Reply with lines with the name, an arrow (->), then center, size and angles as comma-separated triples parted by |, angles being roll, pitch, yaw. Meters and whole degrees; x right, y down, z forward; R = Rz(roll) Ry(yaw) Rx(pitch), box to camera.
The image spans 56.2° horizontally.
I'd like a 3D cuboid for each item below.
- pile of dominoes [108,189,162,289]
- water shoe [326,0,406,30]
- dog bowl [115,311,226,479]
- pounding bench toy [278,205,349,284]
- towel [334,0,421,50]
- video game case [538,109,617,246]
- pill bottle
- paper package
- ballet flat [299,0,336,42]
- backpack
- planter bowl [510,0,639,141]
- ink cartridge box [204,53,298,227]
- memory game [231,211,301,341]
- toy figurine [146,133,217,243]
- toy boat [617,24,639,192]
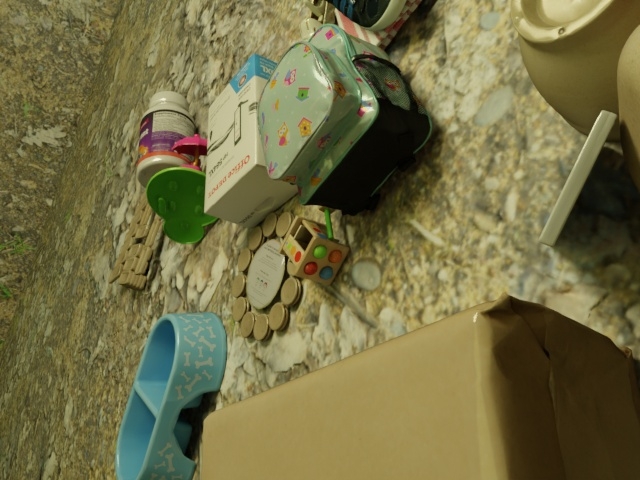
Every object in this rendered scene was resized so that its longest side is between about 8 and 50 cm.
pile of dominoes -> -0.367, -0.018, 1.282 | 0.196, 0.040, 0.251 | -9, 60, 54
water shoe -> 0.031, -0.307, 0.726 | 0.203, 0.080, 0.072 | 48, 119, 54
dog bowl -> -0.234, 0.248, 0.912 | 0.166, 0.074, 0.297 | 17, 90, 57
pounding bench toy -> 0.000, 0.000, 0.703 | 0.083, 0.052, 0.065 | -62, 35, 16
towel -> 0.091, -0.317, 0.742 | 0.197, 0.029, 0.144 | -48, 40, 37
video game case -> 0.176, -0.037, 0.416 | 0.011, 0.122, 0.087 | 26, 99, 20
pill bottle -> -0.301, -0.197, 1.180 | 0.108, 0.108, 0.193 | -38, 46, 41
paper package -> 0.060, 0.240, 0.405 | 0.325, 0.168, 0.309 | -32, 50, 44
ballet flat -> -0.006, -0.317, 0.856 | 0.057, 0.052, 0.168 | -7, 70, 54
backpack -> 0.013, -0.144, 0.673 | 0.166, 0.145, 0.188 | -52, 35, 38
planter bowl -> 0.207, -0.165, 0.426 | 0.162, 0.109, 0.162 | -28, 54, 46
ink cartridge box -> -0.099, -0.143, 0.882 | 0.148, 0.086, 0.203 | -36, 47, 42
memory game -> -0.073, 0.048, 0.825 | 0.186, 0.012, 0.186 | -30, 52, 47
toy figurine -> -0.224, -0.107, 1.057 | 0.159, 0.130, 0.173 | -88, 9, -45
toy boat -> 0.260, -0.034, 0.291 | 0.151, 0.151, 0.231 | -22, 52, 15
